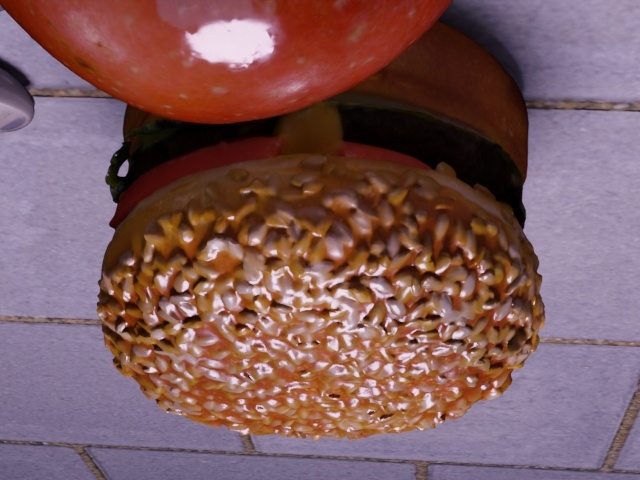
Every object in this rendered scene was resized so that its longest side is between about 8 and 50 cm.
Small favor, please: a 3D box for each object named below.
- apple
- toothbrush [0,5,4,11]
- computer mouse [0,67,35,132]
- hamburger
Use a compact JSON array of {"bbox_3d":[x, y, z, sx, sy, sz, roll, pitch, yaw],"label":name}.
[{"bbox_3d":[-0.046,-0.183,0.620,0.260,0.261,0.216,12,167,-16],"label":"apple"},{"bbox_3d":[-0.275,-0.160,0.984,0.320,0.023,0.031,-10,145,26],"label":"toothbrush"},{"bbox_3d":[-0.263,-0.115,1.063,0.096,0.039,0.066,16,154,-41],"label":"computer mouse"},{"bbox_3d":[0.000,0.000,1.014,0.329,0.250,0.330,3,156,1],"label":"hamburger"}]
